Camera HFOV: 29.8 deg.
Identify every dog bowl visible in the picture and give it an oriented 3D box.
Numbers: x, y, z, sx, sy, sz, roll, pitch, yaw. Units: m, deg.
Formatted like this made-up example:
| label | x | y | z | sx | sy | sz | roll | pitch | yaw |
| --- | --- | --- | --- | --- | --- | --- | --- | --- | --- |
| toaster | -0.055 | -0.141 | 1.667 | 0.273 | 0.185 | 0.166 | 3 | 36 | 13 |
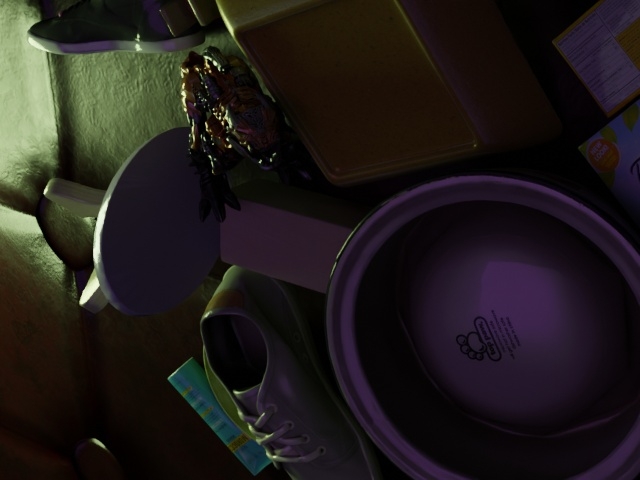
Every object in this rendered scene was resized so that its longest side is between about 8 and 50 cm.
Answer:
| label | x | y | z | sx | sy | sz | roll | pitch | yaw |
| --- | --- | --- | --- | --- | --- | --- | --- | --- | --- |
| dog bowl | 0.218 | 0.099 | 1.371 | 0.408 | 0.150 | 0.408 | 9 | 112 | 24 |

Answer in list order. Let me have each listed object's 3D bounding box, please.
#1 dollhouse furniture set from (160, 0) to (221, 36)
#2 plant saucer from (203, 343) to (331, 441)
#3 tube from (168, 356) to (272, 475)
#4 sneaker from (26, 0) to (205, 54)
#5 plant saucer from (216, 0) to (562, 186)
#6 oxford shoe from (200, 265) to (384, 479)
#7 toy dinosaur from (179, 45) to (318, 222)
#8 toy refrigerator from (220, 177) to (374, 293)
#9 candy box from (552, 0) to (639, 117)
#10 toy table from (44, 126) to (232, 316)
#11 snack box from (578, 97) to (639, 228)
| label | x | y | z | sx | sy | sz | roll | pitch | yaw |
| --- | --- | --- | --- | --- | --- | --- | --- | --- | --- |
| dollhouse furniture set | -0.105 | -0.402 | 1.467 | 0.262 | 0.135 | 0.259 | -9 | 117 | 42 |
| plant saucer | -0.071 | 0.201 | 1.785 | 0.241 | 0.037 | 0.241 | 18 | 122 | 32 |
| tube | -0.152 | 0.276 | 1.888 | 0.207 | 0.052 | 0.080 | 48 | 140 | 2 |
| sneaker | -0.293 | -0.334 | 1.652 | 0.296 | 0.104 | 0.147 | 4 | 113 | 32 |
| plant saucer | 0.056 | -0.195 | 1.373 | 0.333 | 0.081 | 0.333 | -11 | 123 | 41 |
| oxford shoe | -0.045 | 0.247 | 1.674 | 0.169 | 0.130 | 0.449 | -15 | 104 | 39 |
| toy dinosaur | -0.108 | -0.164 | 1.531 | 0.164 | 0.322 | 0.218 | -14 | 125 | 6 |
| toy refrigerator | 0.000 | 0.000 | 1.587 | 0.269 | 0.094 | 0.102 | 15 | 116 | 32 |
| candy box | 0.341 | -0.224 | 1.233 | 0.206 | 0.027 | 0.105 | -41 | 78 | 44 |
| toy table | -0.246 | -0.020 | 1.666 | 0.252 | 0.274 | 0.161 | 44 | 151 | -21 |
| snack box | 0.396 | -0.091 | 1.228 | 0.174 | 0.070 | 0.207 | 54 | 133 | 5 |
